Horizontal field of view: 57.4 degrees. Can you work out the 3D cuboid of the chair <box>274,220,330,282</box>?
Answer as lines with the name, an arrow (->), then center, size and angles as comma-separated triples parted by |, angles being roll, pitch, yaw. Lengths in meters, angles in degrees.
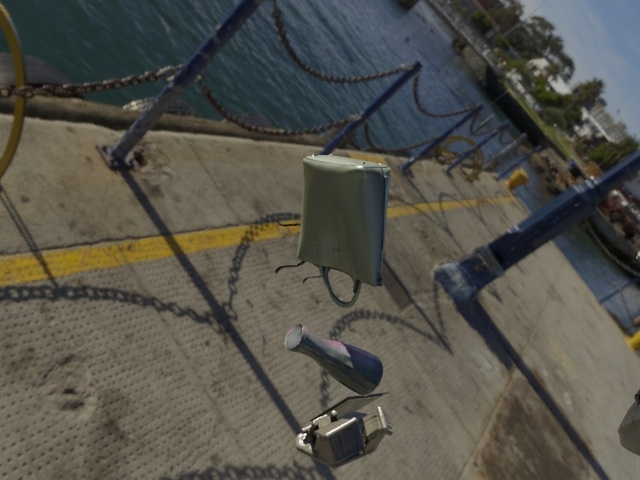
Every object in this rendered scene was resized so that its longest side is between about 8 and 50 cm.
chair -> 0.000, 0.000, 1.487 | 0.174, 0.213, 0.149 | 26, 50, -51

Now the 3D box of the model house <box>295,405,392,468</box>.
model house -> 0.066, 0.474, 1.439 | 0.229, 0.188, 0.122 | -13, 61, -21

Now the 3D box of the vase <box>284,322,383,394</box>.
vase -> 0.025, 0.234, 1.174 | 0.214, 0.086, 0.086 | 33, 30, -29

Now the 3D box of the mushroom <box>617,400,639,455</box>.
mushroom -> 0.769, 0.325, 1.217 | 0.128, 0.350, 0.128 | 41, 15, -13

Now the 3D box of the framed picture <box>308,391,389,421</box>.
framed picture -> 0.088, 0.526, 1.841 | 0.199, 0.195, 0.010 | 9, 50, -46

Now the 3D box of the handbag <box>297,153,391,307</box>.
handbag -> 0.036, -0.012, 1.189 | 0.109, 0.316, 0.241 | -3, 15, -43

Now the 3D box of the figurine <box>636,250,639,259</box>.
figurine -> 0.847, 0.046, 1.433 | 0.197, 0.147, 0.093 | 63, -16, -7

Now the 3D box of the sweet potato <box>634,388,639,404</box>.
sweet potato -> 0.684, 0.292, 0.991 | 0.130, 0.130, 0.422 | 50, 1, -2
